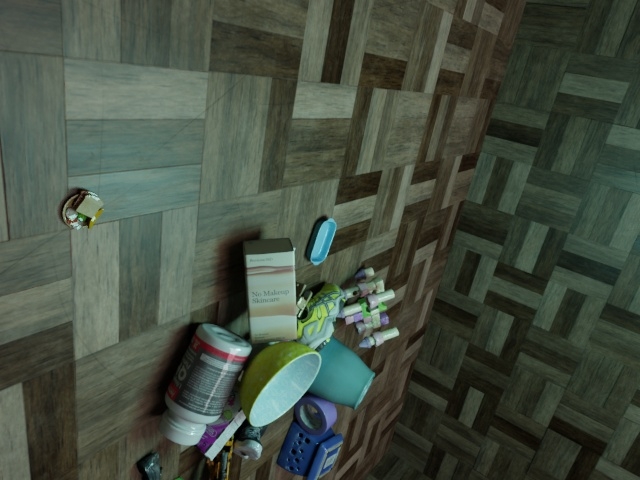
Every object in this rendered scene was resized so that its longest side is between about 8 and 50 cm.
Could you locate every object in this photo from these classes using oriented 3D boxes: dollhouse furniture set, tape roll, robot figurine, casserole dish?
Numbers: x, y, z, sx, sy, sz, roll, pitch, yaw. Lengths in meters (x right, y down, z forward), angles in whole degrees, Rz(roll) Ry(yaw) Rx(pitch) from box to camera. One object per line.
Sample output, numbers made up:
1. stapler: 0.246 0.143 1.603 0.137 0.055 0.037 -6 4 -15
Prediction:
1. dollhouse furniture set: -0.106 0.176 1.615 0.151 0.144 0.123 50 62 -42
2. tape roll: -0.023 0.791 2.109 0.080 0.189 0.189 -22 128 -51
3. robot figurine: -0.365 0.818 1.630 0.211 0.085 0.291 -118 -144 -74
4. casserole dish: 0.000 0.000 1.737 0.114 0.037 0.188 3 109 -59

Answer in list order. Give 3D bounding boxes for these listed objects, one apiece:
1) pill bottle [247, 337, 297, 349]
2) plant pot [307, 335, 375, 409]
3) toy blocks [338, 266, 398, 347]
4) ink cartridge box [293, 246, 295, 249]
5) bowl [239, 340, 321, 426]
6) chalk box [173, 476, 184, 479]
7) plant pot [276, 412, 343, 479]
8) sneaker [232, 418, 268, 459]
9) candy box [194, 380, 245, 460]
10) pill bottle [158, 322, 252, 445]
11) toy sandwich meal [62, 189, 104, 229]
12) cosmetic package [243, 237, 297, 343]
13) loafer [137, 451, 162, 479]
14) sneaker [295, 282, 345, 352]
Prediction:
1. pill bottle: -0.144 0.411 1.675 0.278 0.162 0.162 8 104 -60
2. plant pot: 0.093 0.604 2.041 0.271 0.255 0.271 -54 161 -28
3. toy blocks: 0.169 0.308 2.096 0.260 0.309 0.288 -18 120 -11
4. ink cartridge box: -0.137 0.048 1.560 0.115 0.029 0.062 4 108 -59
5. bowl: -0.153 0.413 1.424 0.289 0.156 0.289 -35 146 -28
6. chalk box: -0.484 0.892 1.511 0.213 0.132 0.132 4 108 -59
7. plant pot: -0.037 1.008 2.219 0.236 0.212 0.236 12 99 -59
8. sneaker: -0.258 0.731 1.726 0.153 0.101 0.268 -59 -174 -33
9. candy box: -0.334 0.557 1.481 0.233 0.159 0.071 -48 147 -29
10. pill bottle: -0.346 0.422 1.350 0.176 0.176 0.318 30 84 -60
11. toy sandwich meal: -0.482 -0.060 0.937 0.085 0.029 0.085 -37 139 -40
12. cosmetic package: -0.154 0.153 1.406 0.153 0.129 0.296 -5 109 -10
13. loafer: -0.513 0.727 1.420 0.061 0.062 0.170 -39 142 -46
14. sneaker: -0.010 0.260 1.753 0.145 0.147 0.384 -49 -172 25
